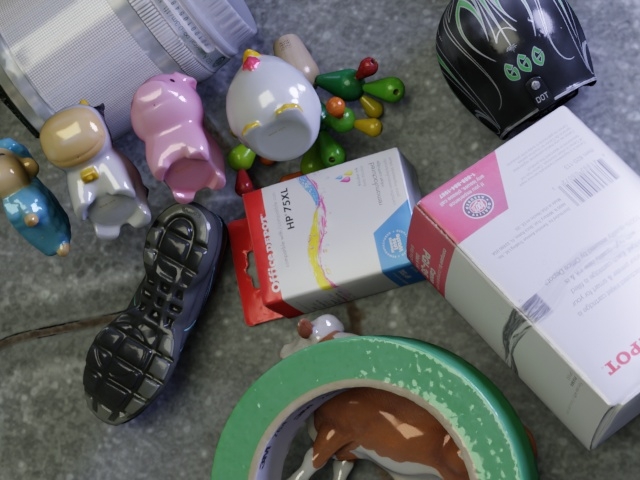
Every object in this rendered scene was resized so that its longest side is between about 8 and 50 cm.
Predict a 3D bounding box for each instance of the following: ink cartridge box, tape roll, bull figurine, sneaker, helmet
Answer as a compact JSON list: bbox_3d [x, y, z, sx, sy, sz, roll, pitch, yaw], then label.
[{"bbox_3d":[0.253,0.035,1.446,0.207,0.117,0.283,-33,66,-21],"label":"ink cartridge box"},{"bbox_3d":[0.000,0.000,1.600,0.231,0.078,0.134,-17,72,15],"label":"ink cartridge box"},{"bbox_3d":[0.051,0.253,1.424,0.321,0.077,0.321,-1,86,19],"label":"tape roll"},{"bbox_3d":[0.066,0.204,1.517,0.310,0.101,0.188,23,89,24],"label":"bull figurine"},{"bbox_3d":[-0.171,0.086,1.628,0.101,0.106,0.267,29,96,16],"label":"sneaker"},{"bbox_3d":[0.201,-0.206,1.548,0.169,0.169,0.161,-32,86,9],"label":"helmet"}]

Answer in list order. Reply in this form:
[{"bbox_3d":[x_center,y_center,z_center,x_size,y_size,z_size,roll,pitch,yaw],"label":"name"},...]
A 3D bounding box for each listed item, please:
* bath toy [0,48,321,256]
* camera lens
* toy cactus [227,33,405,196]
[{"bbox_3d":[-0.172,-0.114,1.552,0.348,0.151,0.129,-21,50,6],"label":"bath toy"},{"bbox_3d":[-0.239,-0.243,1.665,0.274,0.219,0.219,-33,69,9],"label":"camera lens"},{"bbox_3d":[-0.021,-0.157,1.644,0.219,0.112,0.180,-31,59,18],"label":"toy cactus"}]
